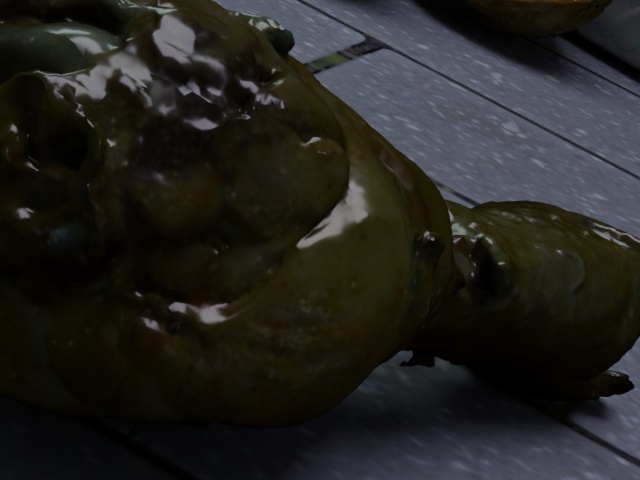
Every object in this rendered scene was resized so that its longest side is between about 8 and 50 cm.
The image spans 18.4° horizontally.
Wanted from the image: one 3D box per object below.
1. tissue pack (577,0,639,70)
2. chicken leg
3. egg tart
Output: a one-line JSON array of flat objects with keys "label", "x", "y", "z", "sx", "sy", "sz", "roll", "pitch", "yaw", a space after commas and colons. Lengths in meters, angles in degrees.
[{"label": "tissue pack", "x": 0.256, "y": -0.229, "z": 1.647, "sx": 0.271, "sy": 0.124, "sz": 0.201, "roll": 36, "pitch": 26, "yaw": 26}, {"label": "chicken leg", "x": 0.000, "y": 0.000, "z": 0.757, "sx": 0.201, "sy": 0.153, "sz": 0.429, "roll": 31, "pitch": 12, "yaw": 40}, {"label": "egg tart", "x": 0.163, "y": -0.210, "z": 1.502, "sx": 0.191, "sy": 0.074, "sz": 0.191, "roll": -1, "pitch": 33, "yaw": 1}]
